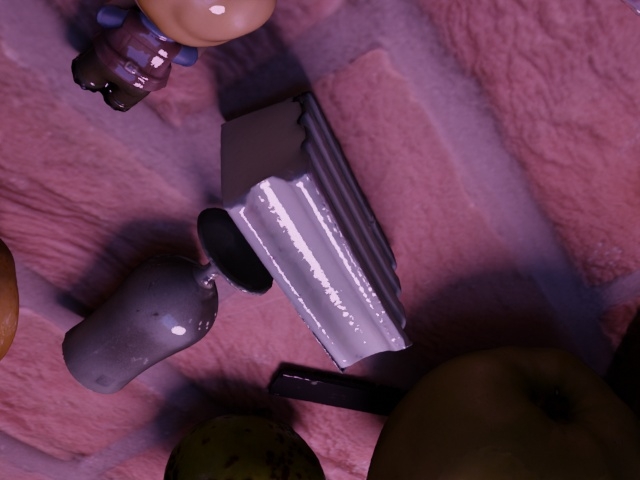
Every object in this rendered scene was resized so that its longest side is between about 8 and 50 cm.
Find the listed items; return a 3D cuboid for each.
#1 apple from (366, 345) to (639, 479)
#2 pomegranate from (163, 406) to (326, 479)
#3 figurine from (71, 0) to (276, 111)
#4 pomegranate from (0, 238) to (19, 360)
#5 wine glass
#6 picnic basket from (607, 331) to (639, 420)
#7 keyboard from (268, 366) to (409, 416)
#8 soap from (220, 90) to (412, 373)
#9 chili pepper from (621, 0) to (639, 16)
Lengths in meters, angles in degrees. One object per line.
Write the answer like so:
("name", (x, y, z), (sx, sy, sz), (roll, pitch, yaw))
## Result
("apple", (0.219, 0.306, 0.814), (0.356, 0.357, 0.358), (-5, 130, -6))
("pomegranate", (-0.105, 0.341, 0.862), (0.210, 0.263, 0.211), (17, 162, 6))
("figurine", (-0.116, -0.175, 0.527), (0.114, 0.108, 0.196), (37, 134, -22))
("pomegranate", (-0.383, 0.061, 0.596), (0.232, 0.233, 0.233), (-5, 130, -6))
("wine glass", (-0.165, 0.070, 0.709), (0.231, 0.103, 0.103), (-35, 126, 22))
("picnic basket", (0.547, 0.228, 0.861), (0.320, 0.254, 0.291), (1, 136, -2))
("keyboard", (0.028, 0.203, 0.910), (0.195, 0.018, 0.060), (17, 132, -22))
("soap", (0.000, 0.000, 0.648), (0.094, 0.150, 0.261), (-19, 130, 13))
("chili pepper", (0.298, -0.312, 0.422), (0.251, 0.229, 0.305), (-23, 159, -42))
